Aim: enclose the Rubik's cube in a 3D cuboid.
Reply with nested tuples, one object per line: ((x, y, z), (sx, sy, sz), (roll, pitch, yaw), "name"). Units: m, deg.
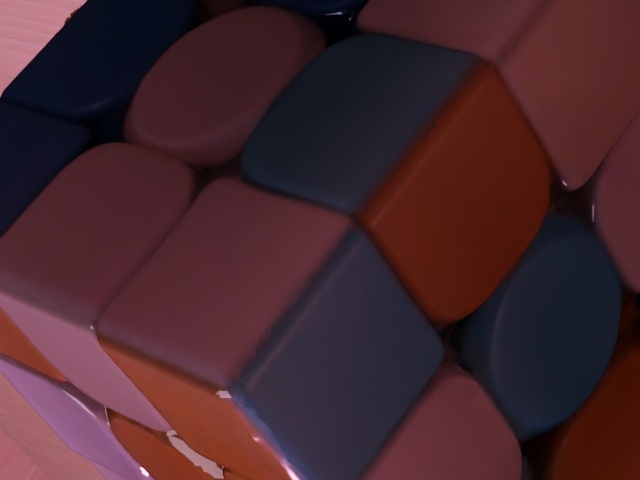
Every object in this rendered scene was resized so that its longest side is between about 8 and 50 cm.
((0.019, 0.014, 1.202), (0.347, 0.346, 0.344), (19, 152, 44), "Rubik's cube")

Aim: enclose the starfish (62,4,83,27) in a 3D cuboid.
((-0.135, -0.127, 1.450), (0.327, 0.094, 0.375), (67, -172, 15), "starfish")
